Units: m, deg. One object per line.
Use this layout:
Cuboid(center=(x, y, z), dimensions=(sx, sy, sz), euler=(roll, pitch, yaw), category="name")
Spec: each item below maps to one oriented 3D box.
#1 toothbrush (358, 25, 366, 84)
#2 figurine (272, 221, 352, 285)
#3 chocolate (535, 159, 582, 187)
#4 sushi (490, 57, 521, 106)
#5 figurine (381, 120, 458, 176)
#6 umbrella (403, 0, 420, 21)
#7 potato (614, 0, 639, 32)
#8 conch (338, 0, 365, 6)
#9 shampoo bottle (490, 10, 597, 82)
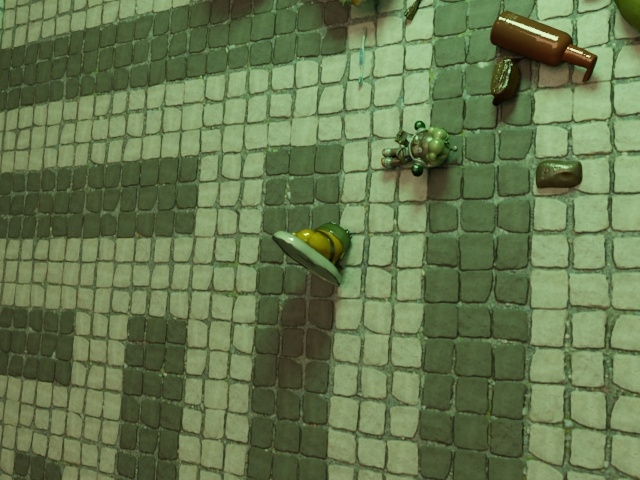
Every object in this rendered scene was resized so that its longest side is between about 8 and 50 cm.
Cuboid(center=(0.112, -0.494, 1.780), dimensions=(0.014, 0.017, 0.162), euler=(1, 80, 26), category="toothbrush")
Cuboid(center=(0.000, 0.000, 1.675), dimensions=(0.167, 0.250, 0.141), euler=(26, 79, 34), category="figurine")
Cuboid(center=(0.526, -0.147, 1.478), dimensions=(0.101, 0.031, 0.064), euler=(5, 91, 30), category="chocolate")
Cuboid(center=(0.433, -0.373, 1.550), dimensions=(0.052, 0.055, 0.120), euler=(1, 73, 42), category="sushi")
Cuboid(center=(0.232, -0.222, 1.626), dimensions=(0.197, 0.093, 0.147), euler=(-5, 71, 31), category="figurine")
Cuboid(center=(0.239, -0.598, 1.711), dimensions=(0.083, 0.031, 0.020), euler=(-52, 30, 13), category="umbrella")
Cuboid(center=(0.688, -0.525, 1.384), dimensions=(0.149, 0.113, 0.251), euler=(-30, 84, 14), category="potato")
Cuboid(center=(0.108, -0.793, 1.721), dimensions=(0.297, 0.210, 0.352), euler=(0, 111, 39), category="conch")
Cuboid(center=(0.503, -0.440, 1.501), dimensions=(0.244, 0.085, 0.085), euler=(35, 102, 28), category="shampoo bottle")
